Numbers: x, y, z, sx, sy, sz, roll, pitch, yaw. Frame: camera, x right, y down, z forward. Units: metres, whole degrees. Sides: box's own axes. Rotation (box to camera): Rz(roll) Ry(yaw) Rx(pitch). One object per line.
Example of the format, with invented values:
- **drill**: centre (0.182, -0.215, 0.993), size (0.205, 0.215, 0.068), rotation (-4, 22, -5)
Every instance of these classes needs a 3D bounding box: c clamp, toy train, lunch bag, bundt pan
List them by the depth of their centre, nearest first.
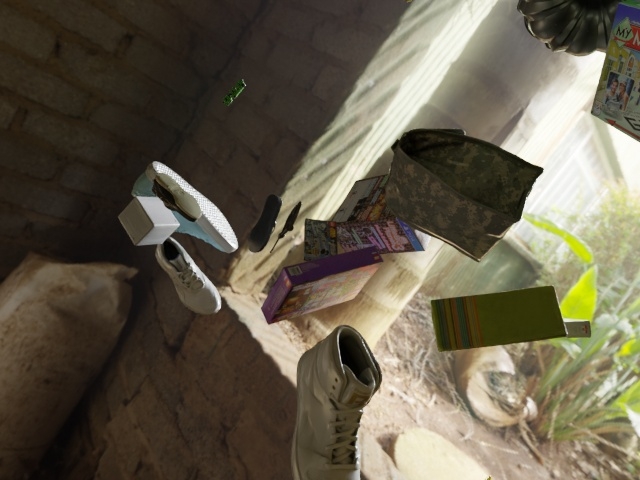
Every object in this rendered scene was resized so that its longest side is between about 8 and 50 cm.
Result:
- **bundt pan**: centre (0.592, -0.548, 0.981), size (0.330, 0.331, 0.124), rotation (34, 44, -5)
- **lunch bag**: centre (0.280, -0.112, 0.999), size (0.286, 0.169, 0.235), rotation (28, -20, 12)
- **toy train**: centre (-0.235, -0.402, 1.254), size (0.023, 0.083, 0.017), rotation (42, 15, -13)
- **c clamp**: centre (-0.091, -0.041, 1.304), size (0.022, 0.137, 0.160), rotation (28, -24, -9)

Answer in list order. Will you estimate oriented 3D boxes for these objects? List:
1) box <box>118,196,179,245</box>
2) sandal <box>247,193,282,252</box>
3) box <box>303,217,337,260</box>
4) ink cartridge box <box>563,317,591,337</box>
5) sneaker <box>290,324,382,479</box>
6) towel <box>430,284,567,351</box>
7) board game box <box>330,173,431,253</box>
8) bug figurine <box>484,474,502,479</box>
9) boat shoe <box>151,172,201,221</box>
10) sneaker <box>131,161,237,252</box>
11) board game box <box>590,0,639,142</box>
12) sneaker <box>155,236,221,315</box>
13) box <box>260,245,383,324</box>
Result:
- **box**: centre (-0.457, -0.052, 1.228), size (0.102, 0.087, 0.101), rotation (55, 21, 12)
- **sandal**: centre (-0.211, -0.059, 1.846), size (0.097, 0.255, 0.054), rotation (36, 14, 36)
- **box**: centre (0.000, 0.000, 1.304), size (0.093, 0.027, 0.137), rotation (6, 51, -7)
- **ink cartridge box**: centre (0.486, 0.199, 1.044), size (0.179, 0.045, 0.145), rotation (-2, -5, -17)
- **sneaker**: centre (0.028, 0.279, 0.710), size (0.107, 0.169, 0.293), rotation (8, 53, -23)
- **towel**: centre (0.335, 0.149, 0.881), size (0.021, 0.236, 0.102), rotation (56, 26, -71)
- **board game box**: centre (0.210, -0.086, 1.447), size (0.290, 0.232, 0.141), rotation (-5, -48, 43)
- **bug figurine**: centre (0.408, 0.662, 1.009), size (0.072, 0.280, 0.216), rotation (-2, -8, 35)
- **boat shoe**: centre (-0.289, -0.080, 0.928), size (0.133, 0.042, 0.048), rotation (42, 30, 16)
- **sneaker**: centre (-0.425, -0.074, 1.445), size (0.366, 0.150, 0.135), rotation (46, 17, -17)
- **board game box**: centre (0.595, -0.255, 0.766), size (0.317, 0.046, 0.214), rotation (-107, -174, -52)
- **sneaker**: centre (-0.420, 0.110, 1.426), size (0.297, 0.111, 0.129), rotation (48, -19, 7)
- **box**: centre (0.005, 0.118, 1.222), size (0.293, 0.201, 0.057), rotation (-12, 60, -34)
